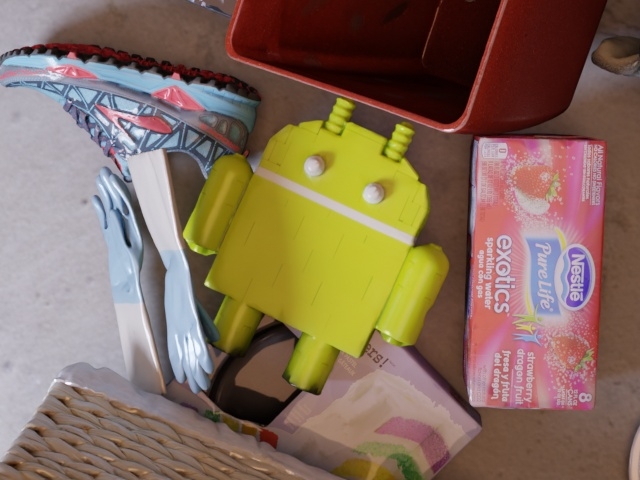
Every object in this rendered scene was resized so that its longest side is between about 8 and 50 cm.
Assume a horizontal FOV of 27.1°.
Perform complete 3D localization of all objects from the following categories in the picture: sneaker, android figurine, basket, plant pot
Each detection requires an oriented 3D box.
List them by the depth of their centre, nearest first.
[{"bbox_3d":[0.119,-0.236,1.175,0.267,0.235,0.267,24,98,36],"label":"plant pot"},{"bbox_3d":[-0.177,0.351,1.223,0.331,0.266,0.328,23,116,6],"label":"basket"},{"bbox_3d":[0.000,0.000,1.264,0.248,0.056,0.273,27,95,8],"label":"android figurine"},{"bbox_3d":[-0.196,-0.120,1.301,0.261,0.104,0.125,13,100,3],"label":"sneaker"}]

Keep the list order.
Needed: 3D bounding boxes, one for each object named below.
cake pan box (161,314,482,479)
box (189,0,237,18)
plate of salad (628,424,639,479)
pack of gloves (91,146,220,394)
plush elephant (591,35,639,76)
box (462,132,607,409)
[{"bbox_3d":[-0.013,0.173,1.339,0.246,0.070,0.267,-44,91,5],"label":"cake pan box"},{"bbox_3d":[-0.091,-0.295,1.287,0.180,0.077,0.147,22,98,1],"label":"box"},{"bbox_3d":[0.410,0.231,1.328,0.199,0.048,0.200,0,89,12],"label":"plate of salad"},{"bbox_3d":[-0.150,0.032,1.274,0.046,0.195,0.232,-13,94,-29],"label":"pack of gloves"},{"bbox_3d":[0.370,-0.224,1.171,0.255,0.272,0.330,-32,119,-18],"label":"plush elephant"},{"bbox_3d":[0.203,0.026,1.278,0.122,0.128,0.257,2,96,4],"label":"box"}]
